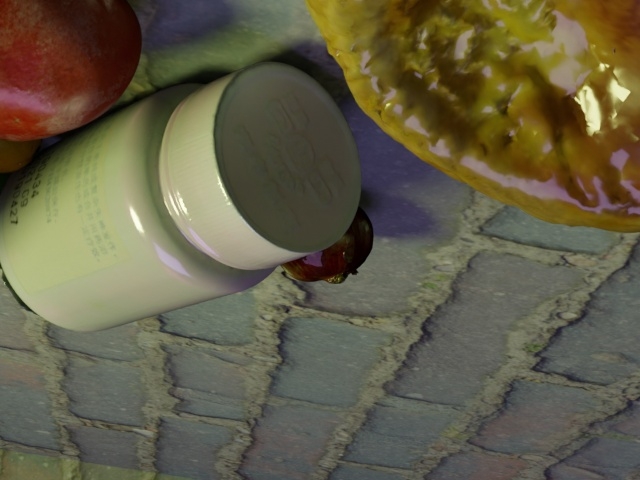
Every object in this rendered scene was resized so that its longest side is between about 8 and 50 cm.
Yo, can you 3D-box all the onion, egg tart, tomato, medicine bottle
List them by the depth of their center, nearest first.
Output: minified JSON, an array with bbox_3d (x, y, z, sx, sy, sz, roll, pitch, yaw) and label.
[{"bbox_3d":[0.213,-0.196,0.780,0.443,0.178,0.443,2,136,2],"label":"egg tart"},{"bbox_3d":[-0.249,-0.167,1.091,0.187,0.151,0.187,6,152,3],"label":"tomato"},{"bbox_3d":[-0.154,-0.036,1.279,0.213,0.213,0.379,26,152,-36],"label":"medicine bottle"},{"bbox_3d":[0.000,0.000,1.442,0.117,0.118,0.118,-35,136,27],"label":"onion"}]

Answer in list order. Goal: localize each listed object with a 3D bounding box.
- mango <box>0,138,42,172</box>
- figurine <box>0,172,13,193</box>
[{"bbox_3d":[-0.349,-0.134,1.278,0.111,0.089,0.163,-1,147,23],"label":"mango"},{"bbox_3d":[-0.376,-0.037,1.469,0.162,0.143,0.263,7,175,23],"label":"figurine"}]
